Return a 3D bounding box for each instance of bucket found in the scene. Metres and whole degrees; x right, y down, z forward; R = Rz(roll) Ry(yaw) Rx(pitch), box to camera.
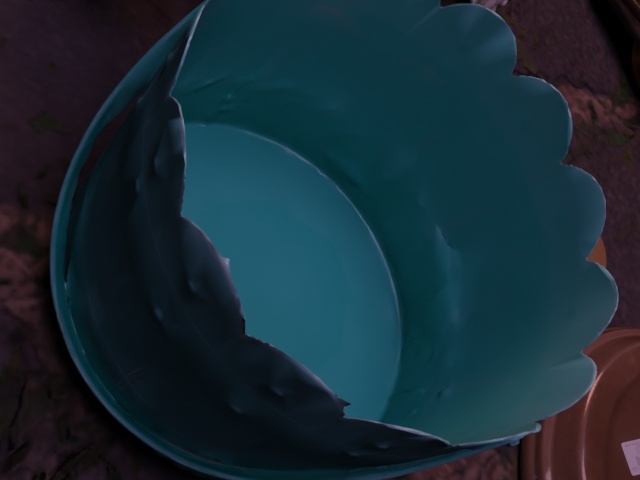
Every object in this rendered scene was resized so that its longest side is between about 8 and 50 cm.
[{"bbox_3d":[0.000,0.000,0.612,0.281,0.183,0.281,16,59,-28],"label":"bucket"}]

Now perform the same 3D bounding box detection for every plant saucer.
[{"bbox_3d":[0.258,0.189,0.797,0.277,0.041,0.278,15,60,-28],"label":"plant saucer"}]

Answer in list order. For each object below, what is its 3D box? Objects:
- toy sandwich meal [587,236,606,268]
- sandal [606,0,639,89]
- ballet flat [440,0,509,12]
[{"bbox_3d":[0.178,0.006,0.840,0.085,0.029,0.086,19,58,-33],"label":"toy sandwich meal"},{"bbox_3d":[0.304,-0.158,0.996,0.090,0.060,0.219,-11,60,-45],"label":"sandal"},{"bbox_3d":[0.020,-0.307,0.799,0.409,0.147,0.147,38,51,-23],"label":"ballet flat"}]
